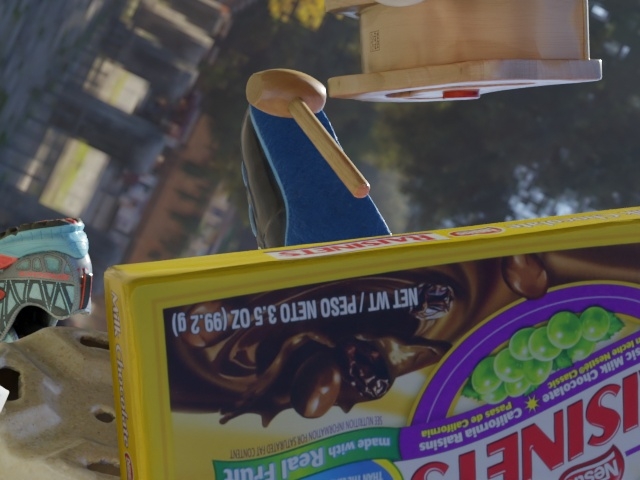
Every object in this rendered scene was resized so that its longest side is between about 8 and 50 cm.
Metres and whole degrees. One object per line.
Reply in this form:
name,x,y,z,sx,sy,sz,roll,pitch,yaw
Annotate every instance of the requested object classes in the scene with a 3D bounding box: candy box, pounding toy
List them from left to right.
pounding toy,0.086,-0.111,1.042,0.269,0.154,0.155,0,-88,46
candy box,0.046,0.048,0.395,0.027,0.205,0.105,-156,-119,-66

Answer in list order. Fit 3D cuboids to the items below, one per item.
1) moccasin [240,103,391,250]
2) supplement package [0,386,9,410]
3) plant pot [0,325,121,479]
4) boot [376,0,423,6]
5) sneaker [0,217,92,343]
moccasin,0.000,0.000,1.440,0.117,0.137,0.342,112,-29,-50
supplement package,-0.302,0.161,0.789,0.139,0.133,0.244,67,42,-68
plant pot,-0.229,0.258,1.223,0.334,0.333,0.305,-80,-168,-64
boot,0.079,-0.266,0.904,0.176,0.088,0.244,-4,98,-68
sneaker,-0.333,0.070,1.445,0.261,0.125,0.104,-24,170,38
